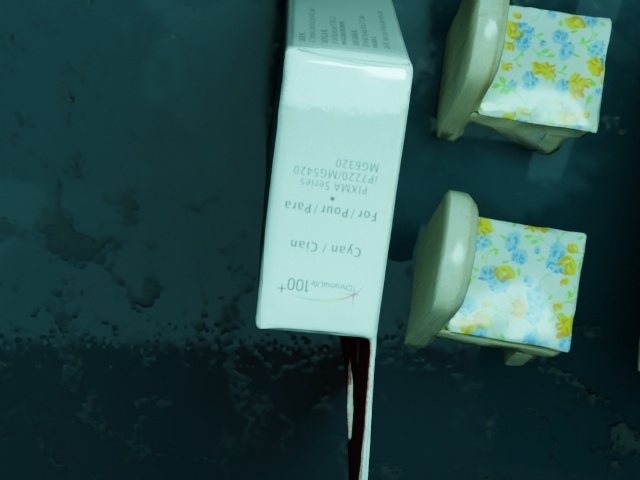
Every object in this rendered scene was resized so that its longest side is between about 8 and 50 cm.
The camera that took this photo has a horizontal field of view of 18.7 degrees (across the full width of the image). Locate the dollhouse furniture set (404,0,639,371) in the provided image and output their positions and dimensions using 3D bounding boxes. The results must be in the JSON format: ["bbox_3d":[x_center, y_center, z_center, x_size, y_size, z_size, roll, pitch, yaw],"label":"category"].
[{"bbox_3d":[0.237,0.052,1.020,0.362,0.256,0.394,10,77,-3],"label":"dollhouse furniture set"}]

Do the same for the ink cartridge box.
[{"bbox_3d":[0.000,0.000,1.053,0.066,0.296,0.261,5,105,-2],"label":"ink cartridge box"}]
